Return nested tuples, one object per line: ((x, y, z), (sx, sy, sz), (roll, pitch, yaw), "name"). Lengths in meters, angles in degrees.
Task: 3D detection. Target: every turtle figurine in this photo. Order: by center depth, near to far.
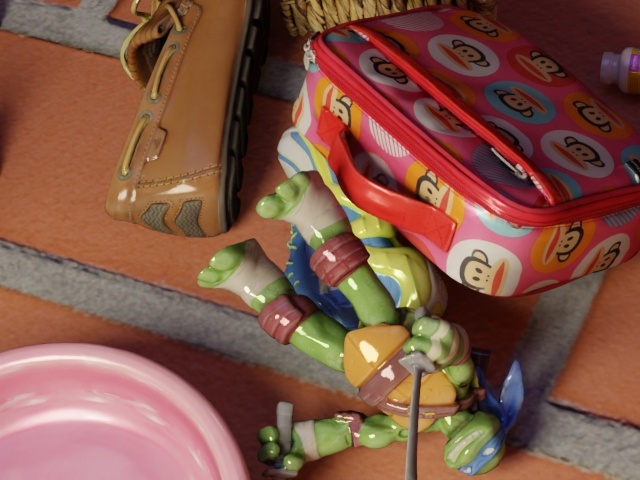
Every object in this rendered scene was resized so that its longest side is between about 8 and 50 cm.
((0.012, 0.096, 1.374), (0.275, 0.198, 0.266), (-35, 77, -24), "turtle figurine")

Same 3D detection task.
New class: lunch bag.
((0.117, -0.077, 1.510), (0.258, 0.120, 0.293), (-15, 46, -40), "lunch bag")

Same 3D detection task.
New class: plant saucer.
((-0.209, 0.240, 1.385), (0.332, 0.084, 0.332), (-4, 57, 6), "plant saucer")

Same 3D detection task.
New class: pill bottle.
((0.300, -0.154, 1.647), (0.083, 0.043, 0.043), (7, 53, 17), "pill bottle")

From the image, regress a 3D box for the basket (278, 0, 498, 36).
((0.070, -0.352, 1.690), (0.223, 0.299, 0.213), (4, 51, 18), "basket")

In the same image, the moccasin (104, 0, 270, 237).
((-0.127, -0.170, 1.699), (0.147, 0.139, 0.380), (5, 62, 5), "moccasin")

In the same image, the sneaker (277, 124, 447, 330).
((0.000, 0.000, 1.553), (0.126, 0.091, 0.240), (-30, 53, -13), "sneaker")
